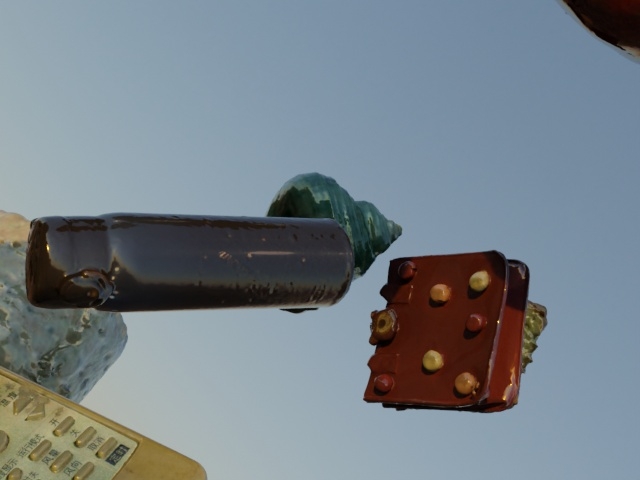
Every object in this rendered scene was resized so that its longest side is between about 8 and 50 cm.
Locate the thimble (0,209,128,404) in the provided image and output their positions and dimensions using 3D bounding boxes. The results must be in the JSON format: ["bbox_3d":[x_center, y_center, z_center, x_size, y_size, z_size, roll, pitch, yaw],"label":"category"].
[{"bbox_3d":[-0.407,0.113,1.362,0.291,0.195,0.291,29,-29,18],"label":"thimble"}]

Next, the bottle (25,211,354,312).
[{"bbox_3d":[-0.092,0.018,0.733,0.082,0.244,0.072,50,-51,47],"label":"bottle"}]

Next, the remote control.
[{"bbox_3d":[-0.188,0.138,0.640,0.233,0.098,0.038,21,-52,19],"label":"remote control"}]

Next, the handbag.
[{"bbox_3d":[0.153,0.113,1.269,0.216,0.203,0.074,-4,-24,43],"label":"handbag"}]

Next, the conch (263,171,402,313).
[{"bbox_3d":[0.004,-0.001,1.369,0.202,0.134,0.196,5,-53,30],"label":"conch"}]

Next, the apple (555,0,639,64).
[{"bbox_3d":[0.314,-0.276,0.906,0.230,0.230,0.230,43,-25,26],"label":"apple"}]

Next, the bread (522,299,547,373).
[{"bbox_3d":[0.223,0.146,1.537,0.229,0.143,0.139,15,-23,17],"label":"bread"}]
